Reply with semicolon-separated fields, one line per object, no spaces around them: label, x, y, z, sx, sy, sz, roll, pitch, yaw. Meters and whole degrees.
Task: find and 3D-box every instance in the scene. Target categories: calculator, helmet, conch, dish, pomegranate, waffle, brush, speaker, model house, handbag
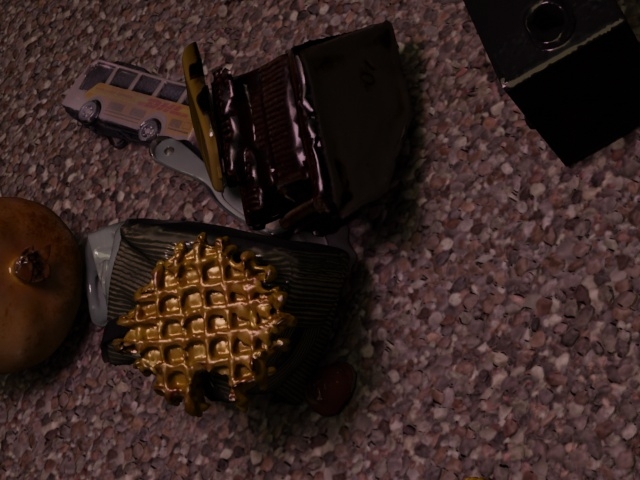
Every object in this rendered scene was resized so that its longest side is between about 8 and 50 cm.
calculator;-0.178;-0.182;1.796;0.033;0.157;0.236;-11;53;-8
helmet;0.008;0.202;1.647;0.065;0.049;0.084;21;81;40
conch;-0.316;0.057;1.887;0.185;0.121;0.221;-61;30;-3
dish;0.000;0.000;1.758;0.091;0.039;0.137;-42;52;9
pomegranate;-0.530;0.067;1.923;0.319;0.319;0.319;-15;60;28
waffle;-0.149;0.110;1.526;0.228;0.051;0.231;36;99;23
brush;-0.153;-0.079;1.858;0.297;0.060;0.068;33;70;25
speaker;0.313;-0.276;1.559;0.184;0.232;0.254;-29;55;18
model house;-0.033;-0.146;1.746;0.282;0.297;0.317;-20;80;38
handbag;-0.144;0.099;1.686;0.340;0.247;0.240;12;92;36

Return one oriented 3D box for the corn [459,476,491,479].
corn;0.250;0.360;1.380;0.244;0.093;0.093;23;81;39

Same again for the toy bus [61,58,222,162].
toy bus;-0.300;-0.222;2.030;0.342;0.097;0.138;21;78;38
